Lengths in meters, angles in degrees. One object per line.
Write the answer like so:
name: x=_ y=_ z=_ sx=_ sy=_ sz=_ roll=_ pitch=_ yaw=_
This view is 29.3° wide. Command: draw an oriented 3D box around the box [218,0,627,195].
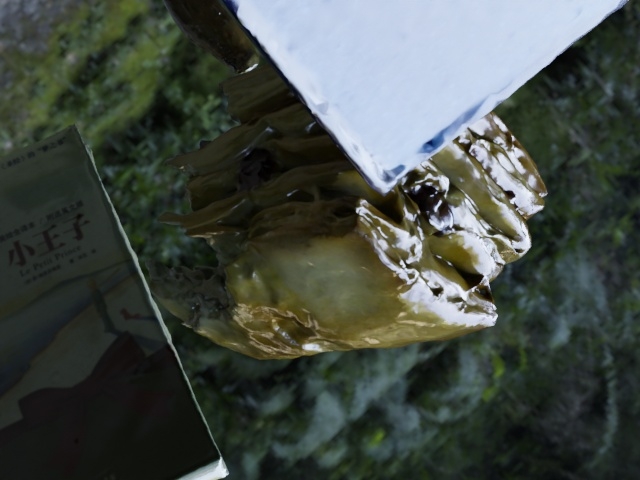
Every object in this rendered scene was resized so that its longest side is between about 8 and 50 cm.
box: x=0.046 y=-0.184 z=0.367 sx=0.261 sy=0.116 sz=0.279 roll=-39 pitch=145 yaw=3

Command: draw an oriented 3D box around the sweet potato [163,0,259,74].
sweet potato: x=-0.171 y=-0.346 z=1.661 sx=0.085 sy=0.286 sz=0.112 roll=-16 pitch=169 yaw=-38

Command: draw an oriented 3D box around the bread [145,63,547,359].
bread: x=0.000 y=0.000 z=1.107 sx=0.370 sy=0.314 sz=0.192 roll=-24 pitch=-127 yaw=28

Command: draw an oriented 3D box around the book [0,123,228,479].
book: x=-0.204 y=0.072 z=0.826 sx=0.201 sy=0.289 sz=0.026 roll=-25 pitch=153 yaw=-7
